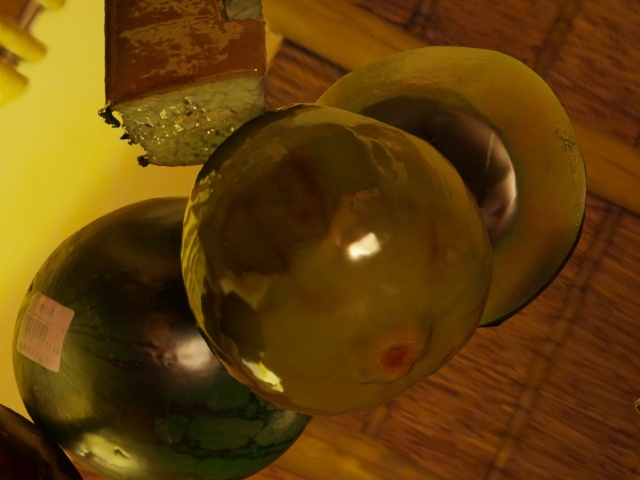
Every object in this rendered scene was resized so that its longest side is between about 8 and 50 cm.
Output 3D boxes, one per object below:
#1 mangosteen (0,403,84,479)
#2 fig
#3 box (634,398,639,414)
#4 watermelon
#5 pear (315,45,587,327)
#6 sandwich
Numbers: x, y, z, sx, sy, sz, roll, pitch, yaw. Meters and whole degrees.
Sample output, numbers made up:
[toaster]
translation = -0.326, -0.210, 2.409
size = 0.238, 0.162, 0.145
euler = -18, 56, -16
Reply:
[mangosteen]
translation = -0.256, 0.200, 0.813
size = 0.235, 0.235, 0.261
euler = -62, -162, -5
[fig]
translation = -0.001, -0.002, 0.861
size = 0.207, 0.207, 0.230
euler = -38, -111, 17
[box]
translation = 0.451, 0.113, 1.296
size = 0.074, 0.153, 0.240
euler = 54, -55, 20
[watermelon]
translation = -0.152, 0.113, 1.399
size = 0.363, 0.363, 0.363
euler = -18, -122, 31
[pear]
translation = 0.149, -0.068, 1.611
size = 0.399, 0.165, 0.398
euler = 0, -87, 4
[sandwich]
translation = -0.104, -0.177, 0.994
size = 0.128, 0.122, 0.235
euler = -8, -121, 2
